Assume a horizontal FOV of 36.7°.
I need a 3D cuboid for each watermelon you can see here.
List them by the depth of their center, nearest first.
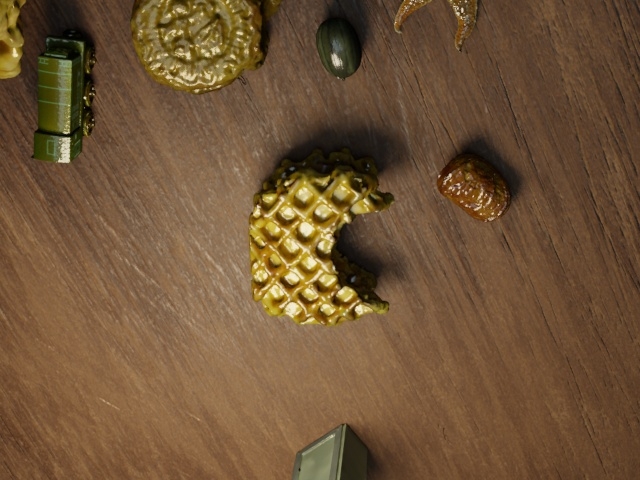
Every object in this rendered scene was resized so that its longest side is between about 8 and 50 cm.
[{"bbox_3d":[0.033,-0.329,1.661,0.078,0.078,0.110,-15,115,10],"label":"watermelon"}]

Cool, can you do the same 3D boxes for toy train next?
[{"bbox_3d":[-0.453,-0.254,1.700,0.090,0.137,0.225,7,113,2],"label":"toy train"}]

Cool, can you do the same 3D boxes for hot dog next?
[{"bbox_3d":[0.278,-0.095,1.740,0.147,0.065,0.099,31,111,-20],"label":"hot dog"}]

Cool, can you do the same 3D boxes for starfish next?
[{"bbox_3d":[0.240,-0.424,1.626,0.138,0.050,0.247,37,117,-10],"label":"starfish"}]

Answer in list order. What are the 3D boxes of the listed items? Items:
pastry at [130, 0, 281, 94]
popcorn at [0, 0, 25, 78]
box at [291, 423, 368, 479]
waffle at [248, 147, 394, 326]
[{"bbox_3d":[-0.201,-0.366,1.637,0.235,0.132,0.240,18,113,-1],"label":"pastry"},{"bbox_3d":[-0.587,-0.407,1.593,0.225,0.265,0.332,-7,129,3],"label":"popcorn"},{"bbox_3d":[0.015,0.476,1.900,0.129,0.225,0.086,-36,104,16],"label":"box"},{"bbox_3d":[0.000,0.000,1.760,0.261,0.151,0.324,2,110,1],"label":"waffle"}]
